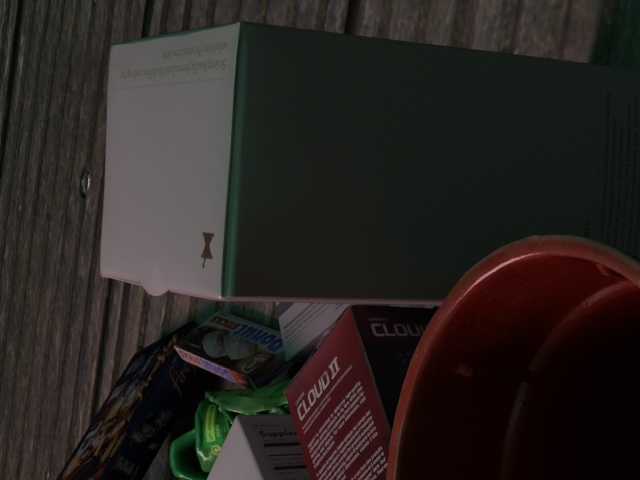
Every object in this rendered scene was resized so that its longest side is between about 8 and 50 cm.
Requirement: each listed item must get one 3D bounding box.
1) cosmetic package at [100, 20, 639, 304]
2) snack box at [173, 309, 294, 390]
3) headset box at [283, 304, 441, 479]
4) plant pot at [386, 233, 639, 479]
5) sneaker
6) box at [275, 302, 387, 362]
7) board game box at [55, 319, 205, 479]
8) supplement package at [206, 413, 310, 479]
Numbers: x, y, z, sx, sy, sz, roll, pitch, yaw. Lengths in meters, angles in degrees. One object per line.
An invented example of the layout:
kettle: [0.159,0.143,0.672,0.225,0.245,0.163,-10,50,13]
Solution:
cosmetic package: [0.067,-0.036,0.917,0.197,0.365,0.155,7,93,60]
snack box: [-0.082,0.108,1.469,0.178,0.064,0.022,13,136,60]
headset box: [0.118,0.166,0.954,0.110,0.218,0.293,-55,43,42]
plant pot: [0.215,0.139,0.738,0.272,0.265,0.272,-11,77,60]
sneaker: [-0.046,0.180,1.334,0.295,0.123,0.109,-39,54,52]
box: [0.000,0.000,1.363,0.145,0.038,0.186,-42,50,51]
board game box: [-0.210,0.209,1.571,0.165,0.042,0.243,-31,26,55]
supplement package: [0.032,0.290,1.110,0.199,0.198,0.262,-65,36,34]
